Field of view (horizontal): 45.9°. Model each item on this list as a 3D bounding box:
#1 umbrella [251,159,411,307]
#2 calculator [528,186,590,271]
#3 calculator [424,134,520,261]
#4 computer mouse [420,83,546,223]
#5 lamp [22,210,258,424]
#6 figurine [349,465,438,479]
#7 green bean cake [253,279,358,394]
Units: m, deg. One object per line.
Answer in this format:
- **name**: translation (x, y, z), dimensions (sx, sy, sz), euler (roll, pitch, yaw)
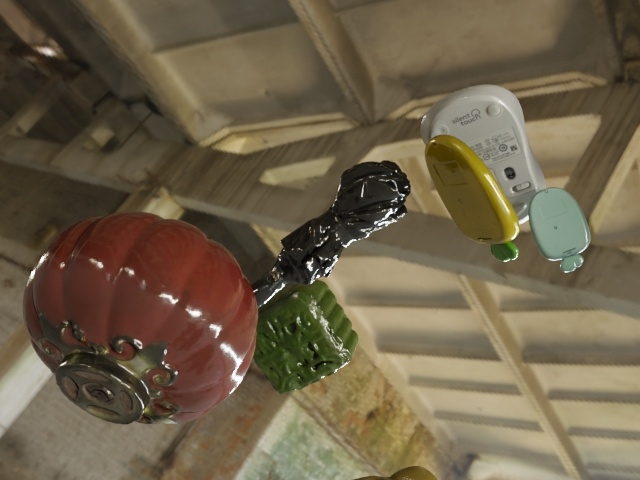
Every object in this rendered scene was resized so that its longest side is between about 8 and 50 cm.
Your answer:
- **umbrella**: translation (0.000, 0.000, 1.177), dimensions (0.118, 0.340, 0.118), euler (50, -6, 7)
- **calculator**: translation (0.422, -0.020, 1.332), dimensions (0.021, 0.095, 0.152), euler (18, 53, -82)
- **calculator**: translation (0.237, -0.062, 1.174), dimensions (0.234, 0.032, 0.146), euler (58, -18, -12)
- **computer mouse**: translation (0.304, -0.157, 1.383), dimensions (0.184, 0.121, 0.296), euler (-23, -64, 23)
- **lamp**: translation (-0.229, 0.101, 0.981), dimensions (0.303, 0.257, 0.303), euler (10, -48, 12)
- **figurine**: translation (0.030, 0.342, 0.732), dimensions (0.194, 0.133, 0.274), euler (50, -59, 26)
- **green bean cake**: translation (-0.058, 0.247, 1.978), dimensions (0.250, 0.156, 0.246), euler (-28, -82, 24)
